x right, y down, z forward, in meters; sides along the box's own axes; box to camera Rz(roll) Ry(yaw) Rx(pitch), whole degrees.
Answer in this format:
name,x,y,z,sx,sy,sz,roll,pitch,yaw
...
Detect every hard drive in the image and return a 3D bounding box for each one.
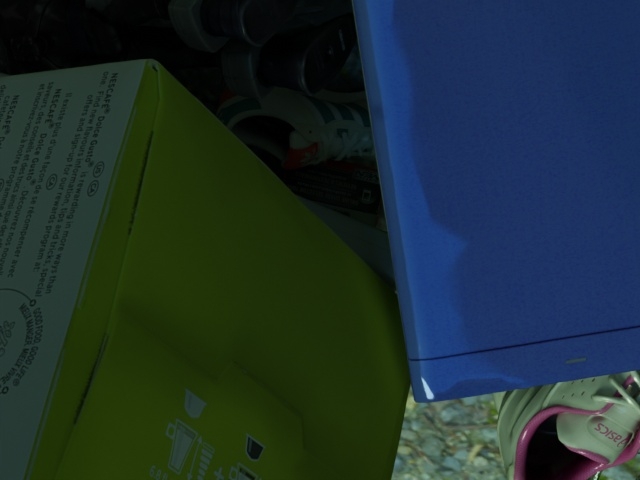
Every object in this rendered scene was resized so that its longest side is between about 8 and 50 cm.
name,x,y,z,sx,sy,sz,roll,pitch,yaw
hard drive,0.138,-0.067,1.149,0.210,0.040,0.318,-9,107,1

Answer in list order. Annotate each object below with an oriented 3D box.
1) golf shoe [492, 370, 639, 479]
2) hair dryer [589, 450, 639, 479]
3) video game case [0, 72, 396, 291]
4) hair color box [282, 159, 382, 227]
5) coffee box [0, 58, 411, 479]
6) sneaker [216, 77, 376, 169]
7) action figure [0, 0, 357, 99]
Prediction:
name,x,y,z,sx,sy,sz,roll,pitch,yaw
golf shoe,0.234,0.085,1.317,0.115,0.140,0.306,31,130,-14
hair dryer,0.298,0.268,1.474,0.293,0.080,0.223,22,149,-17
video game case,-0.126,0.026,1.348,0.300,0.036,0.329,22,150,-9
hair color box,0.000,0.000,1.338,0.072,0.043,0.141,13,144,-1
coffee box,-0.178,0.131,1.151,0.334,0.338,0.337,-4,150,33
sneaker,0.005,-0.069,1.266,0.161,0.075,0.057,16,134,-2
action figure,-0.129,-0.141,1.214,0.285,0.099,0.185,5,141,29
